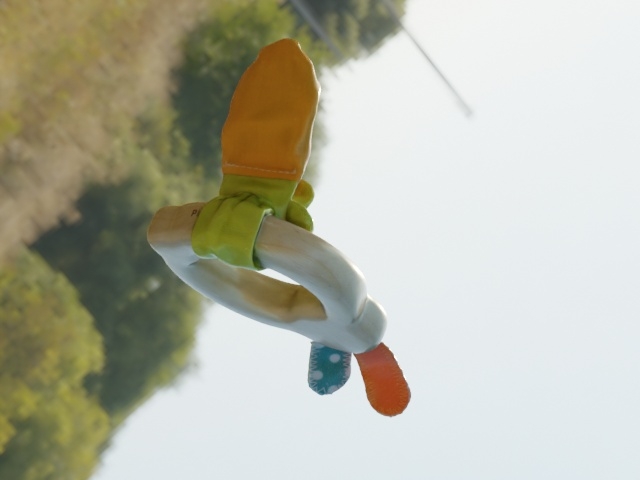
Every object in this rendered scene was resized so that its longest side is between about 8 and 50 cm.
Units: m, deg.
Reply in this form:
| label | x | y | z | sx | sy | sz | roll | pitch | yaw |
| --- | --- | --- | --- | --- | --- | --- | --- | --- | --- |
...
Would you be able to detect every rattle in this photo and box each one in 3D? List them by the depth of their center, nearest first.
| label | x | y | z | sx | sy | sz | roll | pitch | yaw |
| --- | --- | --- | --- | --- | --- | --- | --- | --- | --- |
| rattle | 0.000 | 0.000 | 1.007 | 0.130 | 0.200 | 0.142 | -23 | -133 | 39 |
